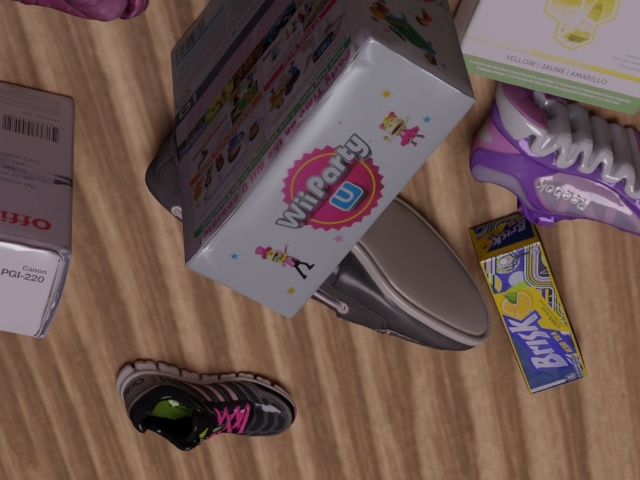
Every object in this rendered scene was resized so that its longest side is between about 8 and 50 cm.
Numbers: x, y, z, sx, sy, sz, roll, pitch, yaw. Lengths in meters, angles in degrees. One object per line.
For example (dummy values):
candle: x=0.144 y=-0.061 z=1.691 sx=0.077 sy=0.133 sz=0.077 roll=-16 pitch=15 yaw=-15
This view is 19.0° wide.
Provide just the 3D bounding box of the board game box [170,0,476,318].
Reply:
board game box: x=-0.009 y=-0.124 z=1.419 sx=0.097 sy=0.303 sz=0.224 roll=29 pitch=118 yaw=-23

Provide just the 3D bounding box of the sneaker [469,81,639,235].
sneaker: x=0.224 y=-0.050 z=1.639 sx=0.236 sy=0.095 sz=0.104 roll=28 pitch=124 yaw=-19

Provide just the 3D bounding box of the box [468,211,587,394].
box: x=0.189 y=0.057 z=1.728 sx=0.059 sy=0.054 sz=0.169 roll=-19 pitch=126 yaw=7

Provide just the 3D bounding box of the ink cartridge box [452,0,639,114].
ink cartridge box: x=0.220 y=-0.226 z=1.529 sx=0.171 sy=0.056 sz=0.235 roll=13 pitch=125 yaw=-15

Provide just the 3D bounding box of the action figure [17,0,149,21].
action figure: x=-0.232 y=-0.208 z=1.368 sx=0.370 sy=0.248 sz=0.276 roll=12 pitch=124 yaw=-11

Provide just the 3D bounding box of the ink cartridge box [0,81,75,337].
ink cartridge box: x=-0.279 y=-0.035 z=1.503 sx=0.158 sy=0.218 sz=0.092 roll=12 pitch=123 yaw=-15

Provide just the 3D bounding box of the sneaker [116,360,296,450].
sneaker: x=-0.104 y=0.161 z=1.753 sx=0.170 sy=0.075 sz=0.063 roll=12 pitch=123 yaw=-15

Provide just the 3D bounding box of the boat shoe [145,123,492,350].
boat shoe: x=0.000 y=0.000 z=1.641 sx=0.335 sy=0.112 sz=0.095 roll=35 pitch=133 yaw=-21
